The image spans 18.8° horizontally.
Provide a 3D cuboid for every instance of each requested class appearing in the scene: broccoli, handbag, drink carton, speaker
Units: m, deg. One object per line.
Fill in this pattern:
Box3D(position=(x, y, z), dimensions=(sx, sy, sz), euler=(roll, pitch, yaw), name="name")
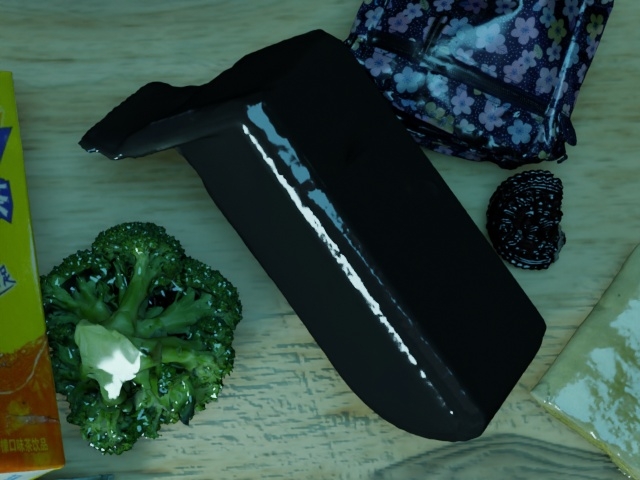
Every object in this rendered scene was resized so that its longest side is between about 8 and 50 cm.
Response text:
Box3D(position=(-0.160, 0.081, 1.645), dimensions=(0.195, 0.156, 0.195), euler=(6, 110, 16), name="broccoli")
Box3D(position=(0.138, -0.176, 1.710), dimensions=(0.228, 0.127, 0.208), euler=(21, 88, -3), name="handbag")
Box3D(position=(-0.319, 0.032, 1.608), dimensions=(0.154, 0.111, 0.351), euler=(3, 70, -40), name="drink carton")
Box3D(position=(0.000, 0.000, 1.652), dimensions=(0.184, 0.180, 0.388), euler=(-31, 99, 36), name="speaker")

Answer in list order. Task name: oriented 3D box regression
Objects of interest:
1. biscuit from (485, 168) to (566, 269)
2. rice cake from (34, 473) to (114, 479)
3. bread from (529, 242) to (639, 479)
Box3D(position=(0.189, -0.019, 1.724), dimensions=(0.087, 0.027, 0.089), euler=(41, 108, -12), name="biscuit")
Box3D(position=(-0.300, 0.224, 1.664), dimensions=(0.245, 0.042, 0.045), euler=(0, 85, -5), name="rice cake")
Box3D(position=(0.287, 0.108, 1.713), dimensions=(0.139, 0.060, 0.178), euler=(39, 81, 1), name="bread")
